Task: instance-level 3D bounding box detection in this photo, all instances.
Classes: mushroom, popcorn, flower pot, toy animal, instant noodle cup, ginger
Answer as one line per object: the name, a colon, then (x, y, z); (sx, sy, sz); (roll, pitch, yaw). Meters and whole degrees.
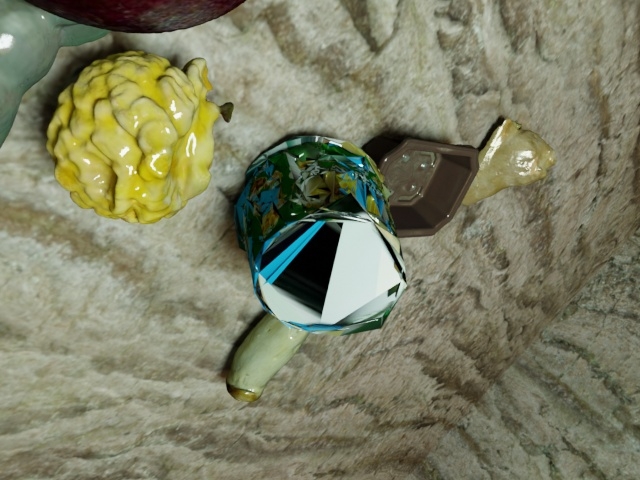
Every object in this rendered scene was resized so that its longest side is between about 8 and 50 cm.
mushroom: (-0.053, 0.143, 0.855); (0.087, 0.107, 0.333); (37, 100, -10)
popcorn: (-0.174, -0.102, 0.482); (0.170, 0.180, 0.179); (-1, 127, -16)
flower pot: (0.146, -0.099, 0.824); (0.251, 0.084, 0.178); (-3, 125, -41)
toy animal: (-0.278, -0.145, 0.400); (0.251, 0.127, 0.125); (-50, 130, -15)
instant noodle cup: (0.000, 0.000, 0.644); (0.241, 0.178, 0.240); (-4, 122, -6)
ginger: (0.374, -0.133, 0.979); (0.115, 0.123, 0.193); (-22, 147, -56)

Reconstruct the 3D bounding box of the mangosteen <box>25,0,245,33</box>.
mangosteen: (-0.140, -0.266, 0.278); (0.297, 0.293, 0.296); (8, 77, -34)
